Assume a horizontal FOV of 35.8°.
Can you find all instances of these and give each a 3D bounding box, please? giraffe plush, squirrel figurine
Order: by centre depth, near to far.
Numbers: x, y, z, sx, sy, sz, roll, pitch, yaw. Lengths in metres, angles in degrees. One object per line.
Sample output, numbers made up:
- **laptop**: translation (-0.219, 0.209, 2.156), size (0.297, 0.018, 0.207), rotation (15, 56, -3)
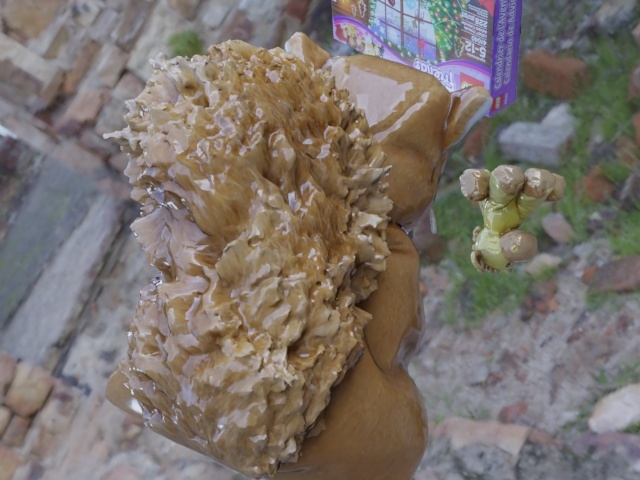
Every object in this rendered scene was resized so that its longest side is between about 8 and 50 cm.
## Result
- **squirrel figurine**: translation (0.000, 0.000, 0.784), size (0.281, 0.397, 0.371), rotation (21, 78, 17)
- **giraffe plush**: translation (0.315, -0.028, 1.709), size (0.210, 0.181, 0.171), rotation (168, 107, -67)

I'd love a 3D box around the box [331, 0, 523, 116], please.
- **box**: translation (0.125, -0.303, 1.245), size (0.057, 0.201, 0.293), rotation (-31, 46, -28)
